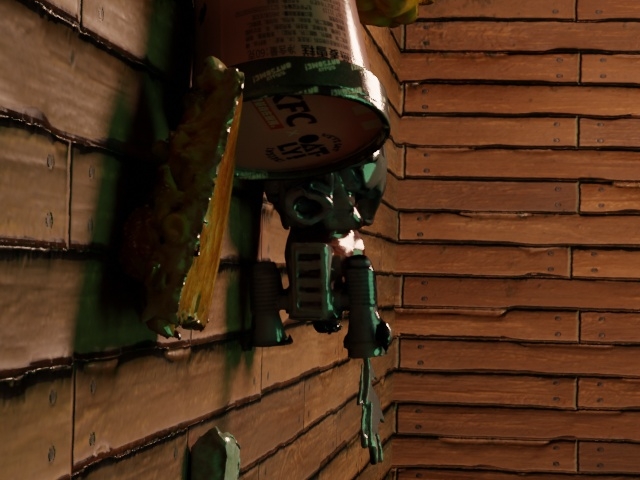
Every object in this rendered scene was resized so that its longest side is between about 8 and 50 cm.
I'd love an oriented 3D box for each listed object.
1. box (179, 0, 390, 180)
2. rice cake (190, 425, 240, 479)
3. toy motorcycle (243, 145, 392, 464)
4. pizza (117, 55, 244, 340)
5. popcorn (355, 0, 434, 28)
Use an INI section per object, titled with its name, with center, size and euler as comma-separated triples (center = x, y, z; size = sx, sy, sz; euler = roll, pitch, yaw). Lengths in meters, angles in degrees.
[box]
center = -0.031, -0.132, 1.199
size = 0.151, 0.151, 0.135
euler = 73, 9, -68
[rice cake]
center = -0.086, 0.244, 1.226
size = 0.043, 0.034, 0.210
euler = 56, 35, -63
[toy motorcycle]
center = 0.000, 0.000, 1.489
size = 0.207, 0.134, 0.400
euler = 28, 62, -82
[pizza]
center = -0.092, -0.011, 1.044
size = 0.193, 0.053, 0.201
euler = -72, 173, -71
[popcorn]
center = 0.073, -0.347, 1.672
size = 0.250, 0.190, 0.250
euler = -162, -90, -76
